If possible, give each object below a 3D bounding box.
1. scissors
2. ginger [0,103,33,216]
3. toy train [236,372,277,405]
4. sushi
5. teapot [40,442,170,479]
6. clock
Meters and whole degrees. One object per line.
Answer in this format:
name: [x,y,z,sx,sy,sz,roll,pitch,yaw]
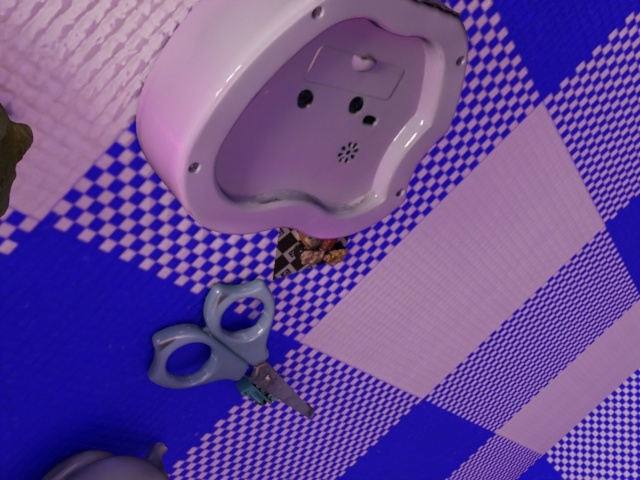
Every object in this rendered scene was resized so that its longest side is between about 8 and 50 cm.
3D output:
scissors: [-0.090,0.181,1.074,0.191,0.029,0.360,-41,139,-2]
ginger: [-0.320,-0.101,0.545,0.137,0.089,0.290,-56,150,-9]
toy train: [-0.091,0.226,1.152,0.045,0.029,0.092,-31,146,0]
sushi: [0.000,0.000,0.991,0.120,0.026,0.126,-16,138,-29]
teapot: [-0.332,0.401,1.013,0.318,0.149,0.220,-47,153,6]
clock: [-0.010,-0.128,0.779,0.338,0.102,0.339,-24,142,-21]
